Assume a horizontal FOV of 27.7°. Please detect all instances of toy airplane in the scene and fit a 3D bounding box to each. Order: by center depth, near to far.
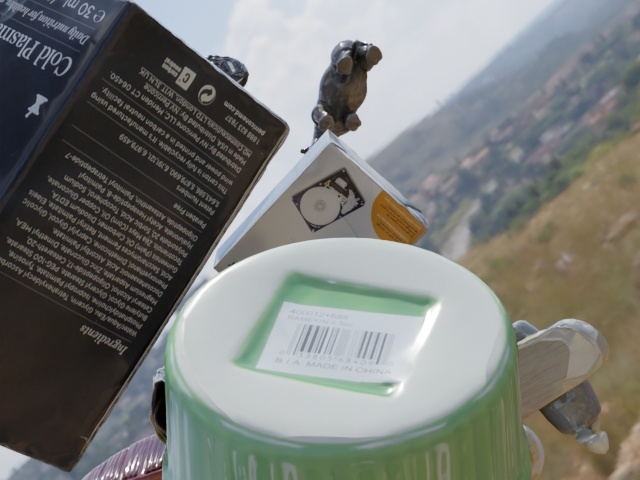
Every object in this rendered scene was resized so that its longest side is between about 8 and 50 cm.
[{"bbox_3d":[0.147,0.239,1.512,0.272,0.384,0.386,3,11,-43],"label":"toy airplane"}]

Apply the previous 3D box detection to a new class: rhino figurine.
[{"bbox_3d":[0.023,-0.191,1.949,0.106,0.073,0.243,-110,38,-69],"label":"rhino figurine"}]

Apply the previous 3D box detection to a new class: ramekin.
[{"bbox_3d":[0.018,0.127,1.029,0.303,0.303,0.148,-43,-39,-44],"label":"ramekin"}]

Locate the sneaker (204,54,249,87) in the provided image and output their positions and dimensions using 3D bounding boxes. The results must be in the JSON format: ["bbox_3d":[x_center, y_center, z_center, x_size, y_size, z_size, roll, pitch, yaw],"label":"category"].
[{"bbox_3d":[-0.213,-0.172,1.926,0.271,0.100,0.108,-39,-41,8],"label":"sneaker"}]

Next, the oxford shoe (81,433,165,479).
[{"bbox_3d":[-0.167,0.328,1.757,0.348,0.130,0.123,-17,20,14],"label":"oxford shoe"}]

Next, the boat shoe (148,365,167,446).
[{"bbox_3d":[-0.162,0.200,1.590,0.096,0.116,0.324,-35,-9,-25],"label":"boat shoe"}]

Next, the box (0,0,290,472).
[{"bbox_3d":[-0.378,-0.067,1.527,0.480,0.297,0.472,28,85,44],"label":"box"}]

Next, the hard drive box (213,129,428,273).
[{"bbox_3d":[0.000,0.000,1.737,0.232,0.181,0.089,-47,12,12],"label":"hard drive box"}]
